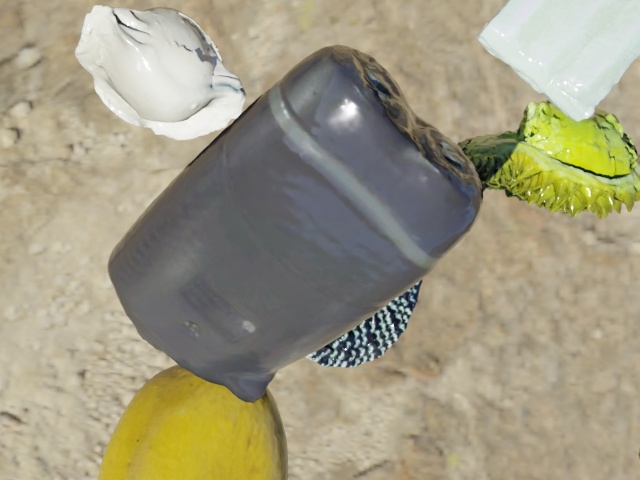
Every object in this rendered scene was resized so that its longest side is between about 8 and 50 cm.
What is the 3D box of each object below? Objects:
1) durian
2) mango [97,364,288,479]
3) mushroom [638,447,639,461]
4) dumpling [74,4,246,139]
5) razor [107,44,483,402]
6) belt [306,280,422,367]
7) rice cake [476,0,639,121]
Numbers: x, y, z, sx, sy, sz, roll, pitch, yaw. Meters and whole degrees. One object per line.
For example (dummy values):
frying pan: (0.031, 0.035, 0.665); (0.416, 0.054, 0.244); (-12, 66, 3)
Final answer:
durian: (0.252, -0.075, 1.464); (0.375, 0.106, 0.132); (3, 70, -39)
mango: (-0.136, 0.262, 1.444); (0.195, 0.142, 0.332); (37, 48, -21)
mushroom: (0.343, 0.197, 0.970); (0.208, 0.233, 0.302); (-48, 133, -32)
dumpling: (-0.167, -0.168, 1.452); (0.188, 0.127, 0.108); (33, 51, -30)
razor: (-0.031, -0.003, 1.240); (0.204, 0.349, 0.113); (42, 34, -10)
belt: (0.000, 0.000, 1.539); (0.207, 0.150, 0.258); (-10, 103, -29)
rice cake: (0.245, -0.217, 1.195); (0.127, 0.043, 0.237); (42, 86, -4)
